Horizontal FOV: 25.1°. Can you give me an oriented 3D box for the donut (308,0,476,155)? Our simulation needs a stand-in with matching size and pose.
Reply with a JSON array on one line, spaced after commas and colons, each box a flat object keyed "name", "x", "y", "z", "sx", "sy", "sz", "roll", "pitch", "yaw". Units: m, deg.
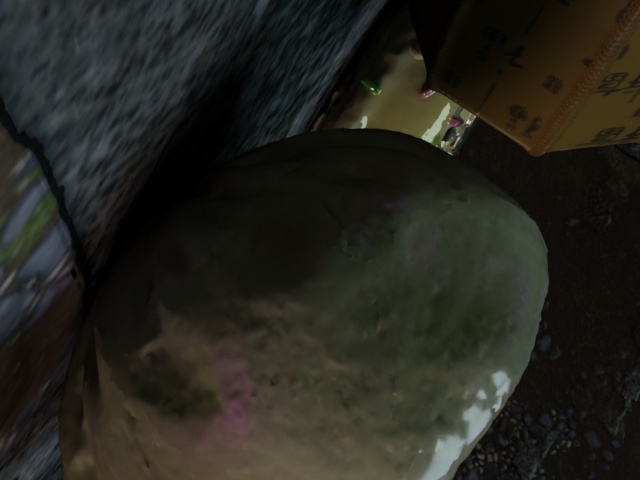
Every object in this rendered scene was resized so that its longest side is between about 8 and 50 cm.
[{"name": "donut", "x": 0.045, "y": -0.064, "z": 0.777, "sx": 0.175, "sy": 0.068, "sz": 0.174, "roll": -55, "pitch": 175, "yaw": -8}]

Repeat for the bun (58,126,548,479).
[{"name": "bun", "x": -0.019, "y": 0.042, "z": 0.511, "sx": 0.178, "sy": 0.128, "sz": 0.193, "roll": -55, "pitch": -174, "yaw": -21}]

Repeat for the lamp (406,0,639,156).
[{"name": "lamp", "x": 0.118, "y": -0.130, "z": 0.598, "sx": 0.161, "sy": 0.161, "sz": 0.185, "roll": -55, "pitch": 176, "yaw": -26}]
